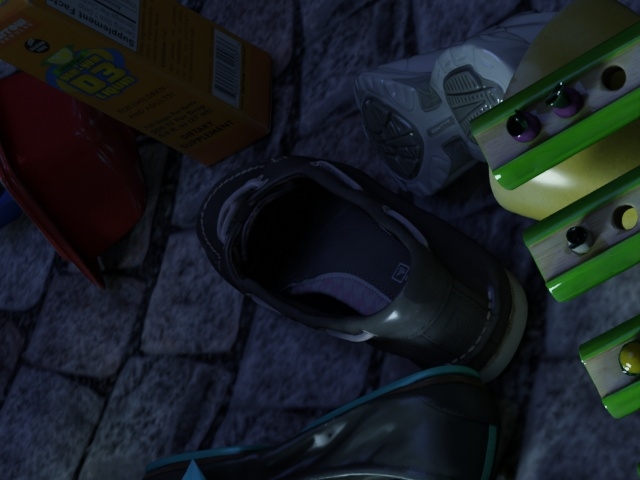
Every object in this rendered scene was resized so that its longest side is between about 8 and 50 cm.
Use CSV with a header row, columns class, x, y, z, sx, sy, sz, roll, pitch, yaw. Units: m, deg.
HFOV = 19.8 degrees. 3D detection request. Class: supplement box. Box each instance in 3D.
class,x,y,z,sx,sy,sz,roll,pitch,yaw
supplement box,-0.142,-0.138,1.329,0.078,0.233,0.080,-25,50,39

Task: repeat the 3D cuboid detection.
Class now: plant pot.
class,x,y,z,sx,sy,sz,roll,pitch,yaw
plant pot,0.172,-0.059,1.023,0.095,0.134,0.134,28,90,30

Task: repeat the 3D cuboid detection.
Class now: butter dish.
class,x,y,z,sx,sy,sz,roll,pitch,yaw
butter dish,-0.184,-0.072,1.434,0.118,0.160,0.160,-31,43,3

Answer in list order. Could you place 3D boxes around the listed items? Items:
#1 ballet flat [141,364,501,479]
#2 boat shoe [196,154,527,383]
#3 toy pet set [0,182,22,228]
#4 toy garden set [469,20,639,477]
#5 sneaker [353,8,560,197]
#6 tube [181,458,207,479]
class,x,y,z,sx,sy,sz,roll,pitch,yaw
ballet flat,-0.010,0.155,1.120,0.280,0.095,0.096,-24,64,39
boat shoe,0.000,0.000,1.194,0.335,0.095,0.112,25,88,52
toy pet set,-0.292,-0.028,1.599,0.114,0.065,0.122,111,167,-60
toy garden set,0.207,-0.005,0.909,0.204,0.049,0.244,-30,75,19
sneaker,0.105,-0.092,1.152,0.115,0.090,0.232,-29,10,-23
tube,-0.038,0.233,1.080,0.207,0.052,0.080,57,136,28
